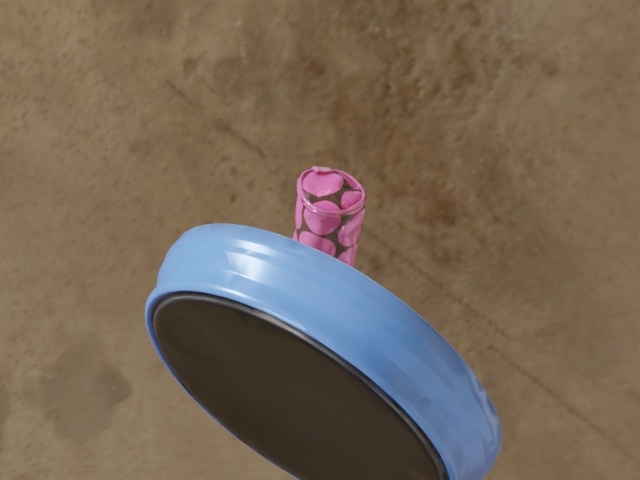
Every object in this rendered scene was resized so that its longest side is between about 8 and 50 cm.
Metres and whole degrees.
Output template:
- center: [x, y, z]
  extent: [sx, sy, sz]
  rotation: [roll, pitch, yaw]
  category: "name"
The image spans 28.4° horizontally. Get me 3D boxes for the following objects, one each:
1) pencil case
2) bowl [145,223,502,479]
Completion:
- center: [0.000, 0.000, 1.542]
  extent: [0.095, 0.209, 0.098]
  rotation: [1, 50, -10]
  category: "pencil case"
- center: [-0.008, 0.144, 1.271]
  extent: [0.391, 0.391, 0.077]
  rotation: [41, 62, -10]
  category: "bowl"
